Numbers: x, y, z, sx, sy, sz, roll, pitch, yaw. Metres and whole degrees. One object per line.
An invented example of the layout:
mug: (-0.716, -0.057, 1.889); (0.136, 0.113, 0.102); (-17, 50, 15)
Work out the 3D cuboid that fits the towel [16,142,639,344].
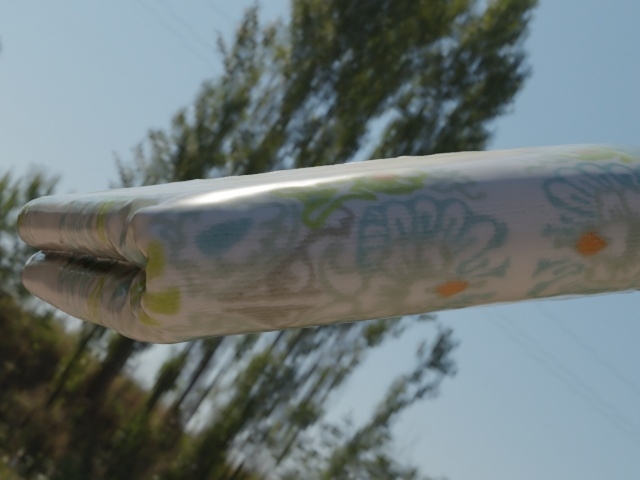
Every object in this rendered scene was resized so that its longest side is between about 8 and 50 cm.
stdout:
towel: (0.000, 0.000, 0.845); (0.320, 0.090, 0.374); (-8, 4, -22)
